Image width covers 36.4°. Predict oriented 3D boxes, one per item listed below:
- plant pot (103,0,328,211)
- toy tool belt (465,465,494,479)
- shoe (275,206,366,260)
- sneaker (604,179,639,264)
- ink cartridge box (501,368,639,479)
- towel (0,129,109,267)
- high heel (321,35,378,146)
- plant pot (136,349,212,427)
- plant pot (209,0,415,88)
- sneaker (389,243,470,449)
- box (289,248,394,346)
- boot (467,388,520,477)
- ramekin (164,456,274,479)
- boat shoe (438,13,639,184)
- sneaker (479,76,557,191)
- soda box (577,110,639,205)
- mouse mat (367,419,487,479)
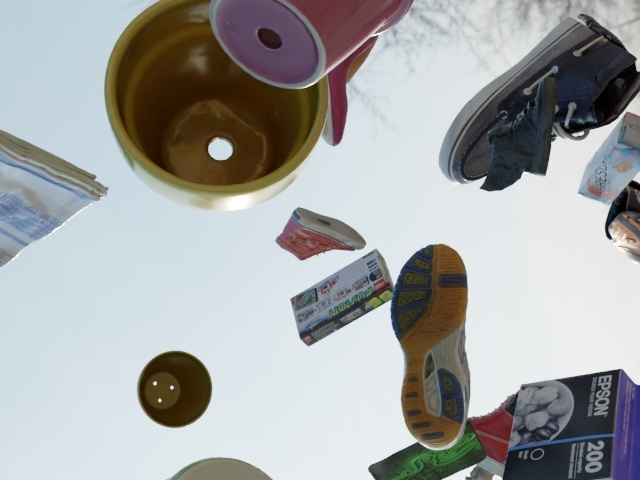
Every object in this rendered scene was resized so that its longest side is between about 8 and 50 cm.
[{"bbox_3d":[-0.127,-0.145,1.206,0.239,0.254,0.254,113,146,-76],"label":"plant pot"},{"bbox_3d":[0.337,0.473,2.022,0.083,0.051,0.052,-38,-64,-43],"label":"toy tool belt"},{"bbox_3d":[0.000,0.000,1.832,0.178,0.081,0.063,20,-153,-37],"label":"shoe"},{"bbox_3d":[0.633,-0.048,1.721,0.180,0.321,0.124,33,-129,-16],"label":"sneaker"},{"bbox_3d":[0.352,0.257,1.284,0.045,0.208,0.206,60,-148,-25],"label":"ink cartridge box"},{"bbox_3d":[-0.444,-0.033,1.263,0.209,0.285,0.034,31,-146,-52],"label":"towel"},{"bbox_3d":[0.049,-0.250,1.558,0.117,0.082,0.244,5,-125,-18],"label":"high heel"},{"bbox_3d":[-0.271,0.266,1.734,0.134,0.095,0.134,5,-103,-24],"label":"plant pot"},{"bbox_3d":[-0.011,-0.258,0.976,0.201,0.201,0.180,55,-128,-35],"label":"plant pot"},{"bbox_3d":[0.164,0.156,1.419,0.131,0.112,0.296,49,-136,-66],"label":"sneaker"},{"bbox_3d":[0.043,0.111,1.905,0.036,0.207,0.114,48,-163,-40],"label":"box"},{"bbox_3d":[0.331,0.365,1.981,0.088,0.244,0.176,35,-101,-48],"label":"boot"},{"bbox_3d":[-0.185,0.536,1.731,0.303,0.148,0.303,15,-129,-20],"label":"ramekin"},{"bbox_3d":[0.342,-0.194,1.505,0.127,0.340,0.158,37,-171,-41],"label":"boat shoe"},{"bbox_3d":[0.264,-0.140,1.303,0.051,0.089,0.170,-57,-29,-51],"label":"sneaker"},{"bbox_3d":[0.463,-0.124,1.521,0.183,0.058,0.063,103,-171,-66],"label":"soda box"},{"bbox_3d":[0.184,0.376,1.651,0.152,0.190,0.007,59,-176,-47],"label":"mouse mat"}]
